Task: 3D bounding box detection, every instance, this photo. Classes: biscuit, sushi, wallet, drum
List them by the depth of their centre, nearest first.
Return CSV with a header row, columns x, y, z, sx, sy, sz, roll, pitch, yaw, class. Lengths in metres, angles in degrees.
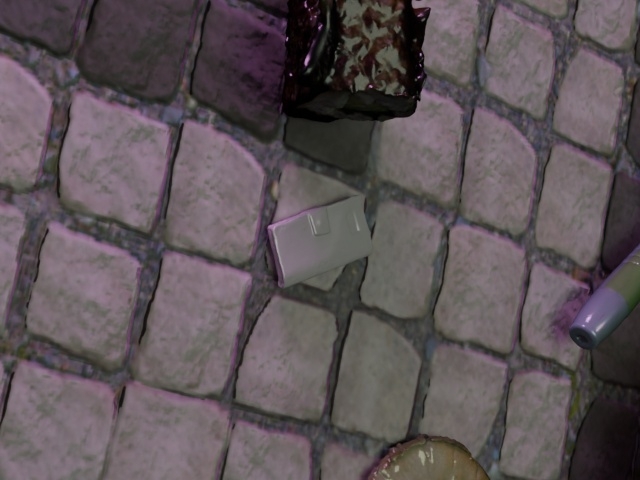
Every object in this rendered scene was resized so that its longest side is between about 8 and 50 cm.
x,y,z,sx,sy,sz,roll,pitch,yaw,class
0.016,-0.120,1.212,0.098,0.094,0.084,10,79,-26,sushi
0.000,0.000,1.251,0.083,0.011,0.044,-21,104,-40,wallet
0.074,0.207,1.313,0.152,0.020,0.152,0,91,-42,biscuit
0.277,0.008,1.480,0.130,0.049,0.253,48,60,-32,drum
